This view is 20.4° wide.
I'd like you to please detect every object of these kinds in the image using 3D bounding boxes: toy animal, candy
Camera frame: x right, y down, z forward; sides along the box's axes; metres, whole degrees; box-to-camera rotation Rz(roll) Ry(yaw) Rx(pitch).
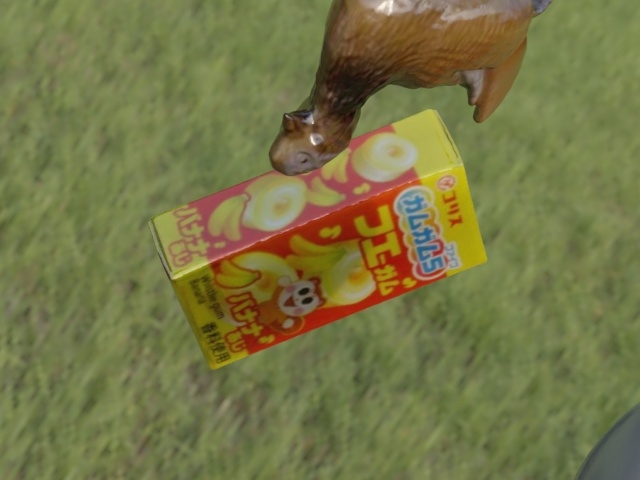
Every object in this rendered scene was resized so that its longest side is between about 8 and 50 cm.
[{"bbox_3d":[0.056,-0.102,0.898,0.089,0.179,0.188,44,21,22],"label":"toy animal"},{"bbox_3d":[0.000,0.000,1.588,0.146,0.276,0.088,73,-5,-46],"label":"candy"}]

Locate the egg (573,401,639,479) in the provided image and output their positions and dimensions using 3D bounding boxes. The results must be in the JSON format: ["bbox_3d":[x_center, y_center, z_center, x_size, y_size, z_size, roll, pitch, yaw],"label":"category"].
[{"bbox_3d":[0.249,0.155,1.014,0.176,0.232,0.176,62,-6,11],"label":"egg"}]
